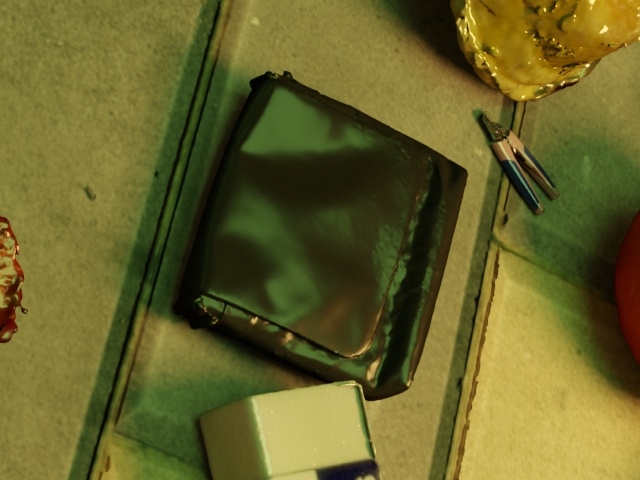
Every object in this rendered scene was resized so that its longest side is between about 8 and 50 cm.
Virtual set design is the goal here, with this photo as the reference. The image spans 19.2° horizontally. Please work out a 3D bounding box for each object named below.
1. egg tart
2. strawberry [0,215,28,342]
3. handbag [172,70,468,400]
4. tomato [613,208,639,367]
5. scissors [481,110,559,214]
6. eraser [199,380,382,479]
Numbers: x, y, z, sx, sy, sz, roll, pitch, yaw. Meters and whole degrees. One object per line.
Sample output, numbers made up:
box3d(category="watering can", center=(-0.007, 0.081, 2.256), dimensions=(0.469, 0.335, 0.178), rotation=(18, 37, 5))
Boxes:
box3d(category="egg tart", center=(0.254, -0.285, 1.775), dimensions=(0.341, 0.132, 0.341), rotation=(-27, 128, -39))
box3d(category="strawberry", center=(-0.290, 0.029, 1.407), dimensions=(0.145, 0.086, 0.145), rotation=(13, 67, -31))
box3d(category="handbag", center=(0.000, 0.000, 1.632), dimensions=(0.223, 0.080, 0.247), rotation=(25, 65, -19))
box3d(category="tomato", center=(0.389, 0.060, 1.817), dimensions=(0.259, 0.180, 0.260), rotation=(10, 70, -29))
box3d(category="scissors", center=(0.190, -0.078, 1.824), dimensions=(0.039, 0.012, 0.113), rotation=(-42, 101, -36))
box3d(category="eraser", center=(-0.003, 0.266, 1.536), dimensions=(0.130, 0.086, 0.287), rotation=(-5, 78, -38))
